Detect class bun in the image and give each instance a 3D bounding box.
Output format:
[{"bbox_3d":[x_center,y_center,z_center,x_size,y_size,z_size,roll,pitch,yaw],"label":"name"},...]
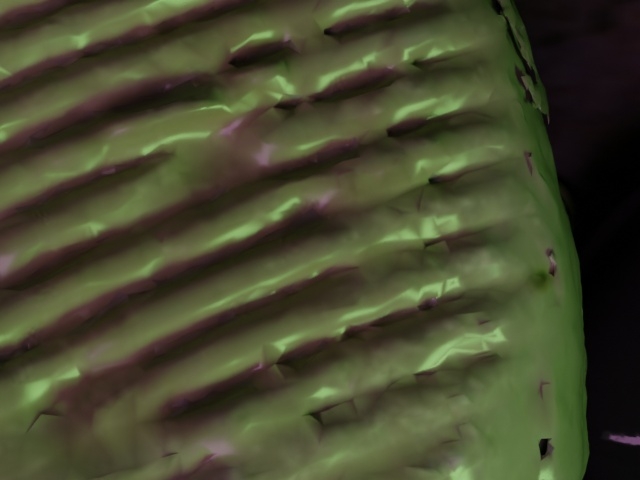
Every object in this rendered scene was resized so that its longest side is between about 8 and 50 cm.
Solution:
[{"bbox_3d":[-0.097,0.008,0.532,0.359,0.360,0.211,21,162,-5],"label":"bun"}]

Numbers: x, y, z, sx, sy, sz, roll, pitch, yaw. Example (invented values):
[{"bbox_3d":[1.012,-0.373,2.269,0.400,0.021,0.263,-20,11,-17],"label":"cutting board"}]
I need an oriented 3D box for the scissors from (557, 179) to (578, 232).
[{"bbox_3d":[0.000,0.000,0.673,0.187,0.020,0.134,20,124,-4],"label":"scissors"}]

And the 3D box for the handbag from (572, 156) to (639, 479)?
[{"bbox_3d":[0.219,0.073,0.638,0.253,0.093,0.308,-6,128,18],"label":"handbag"}]
